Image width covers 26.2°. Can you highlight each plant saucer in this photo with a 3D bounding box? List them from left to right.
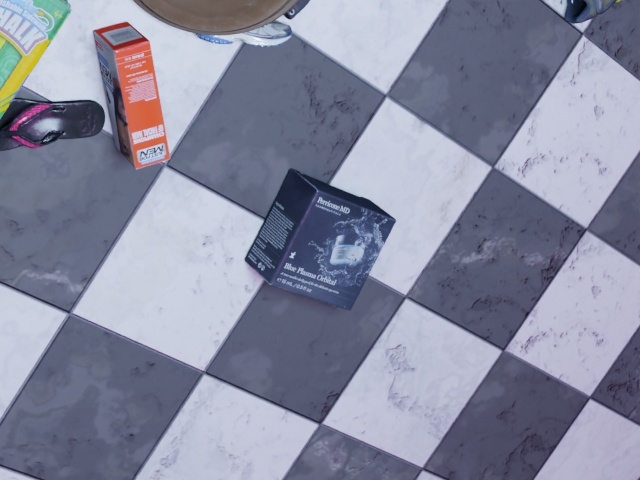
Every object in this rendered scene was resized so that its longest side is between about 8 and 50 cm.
[{"bbox_3d":[-0.134,-0.372,1.716,0.277,0.041,0.278,0,129,0],"label":"plant saucer"}]

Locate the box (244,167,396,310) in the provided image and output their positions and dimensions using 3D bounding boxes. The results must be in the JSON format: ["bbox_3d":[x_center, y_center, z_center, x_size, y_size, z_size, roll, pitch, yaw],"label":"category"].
[{"bbox_3d":[0.000,0.000,2.022,0.156,0.093,0.158,19,102,-35],"label":"box"}]

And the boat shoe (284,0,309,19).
[{"bbox_3d":[-0.096,-0.365,1.800,0.228,0.080,0.076,32,94,-44],"label":"boat shoe"}]

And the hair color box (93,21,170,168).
[{"bbox_3d":[-0.246,-0.189,1.789,0.053,0.093,0.167,-19,121,-19],"label":"hair color box"}]

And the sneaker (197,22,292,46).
[{"bbox_3d":[-0.097,-0.293,1.847,0.135,0.052,0.058,-2,111,-29],"label":"sneaker"}]

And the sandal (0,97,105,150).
[{"bbox_3d":[-0.361,-0.150,1.775,0.179,0.040,0.067,-9,118,-25],"label":"sandal"}]

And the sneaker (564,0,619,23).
[{"bbox_3d":[0.358,-0.431,2.001,0.121,0.111,0.300,-43,125,1],"label":"sneaker"}]

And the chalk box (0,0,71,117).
[{"bbox_3d":[-0.422,-0.272,1.594,0.180,0.179,0.289,30,97,-37],"label":"chalk box"}]
